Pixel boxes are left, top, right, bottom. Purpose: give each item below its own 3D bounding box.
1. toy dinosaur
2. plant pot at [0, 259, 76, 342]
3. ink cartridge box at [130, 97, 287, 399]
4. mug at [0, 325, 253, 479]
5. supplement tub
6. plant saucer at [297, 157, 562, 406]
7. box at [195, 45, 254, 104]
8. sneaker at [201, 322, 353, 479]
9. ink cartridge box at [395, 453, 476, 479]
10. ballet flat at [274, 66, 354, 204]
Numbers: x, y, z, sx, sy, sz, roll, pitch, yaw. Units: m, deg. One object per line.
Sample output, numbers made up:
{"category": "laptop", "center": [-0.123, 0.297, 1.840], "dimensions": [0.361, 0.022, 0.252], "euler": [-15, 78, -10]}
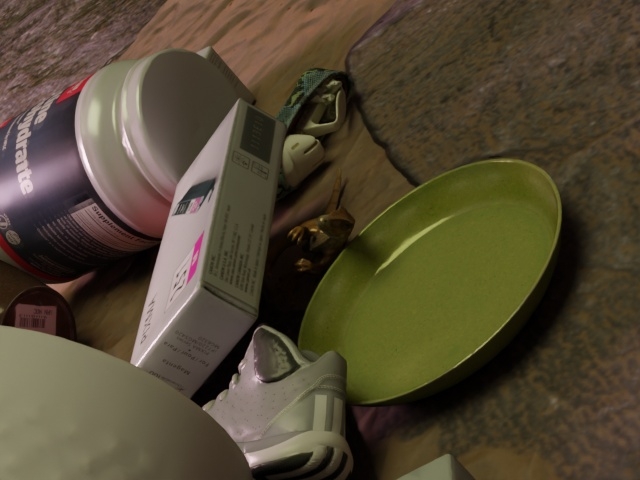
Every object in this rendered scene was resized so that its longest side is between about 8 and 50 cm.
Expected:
{"category": "toy dinosaur", "center": [0.000, 0.000, 1.185], "dimensions": [0.112, 0.064, 0.211], "euler": [-38, 8, 0]}
{"category": "plant pot", "center": [-0.371, 0.095, 1.388], "dimensions": [0.230, 0.215, 0.215], "euler": [0, 48, 34]}
{"category": "ink cartridge box", "center": [-0.122, 0.039, 1.187], "dimensions": [0.239, 0.060, 0.275], "euler": [-50, 20, 33]}
{"category": "mug", "center": [-0.249, 0.237, 0.824], "dimensions": [0.276, 0.374, 0.328], "euler": [-28, 34, 43]}
{"category": "supplement tub", "center": [-0.222, -0.076, 1.423], "dimensions": [0.272, 0.191, 0.191], "euler": [-21, 34, 35]}
{"category": "plant saucer", "center": [0.088, 0.037, 1.029], "dimensions": [0.241, 0.037, 0.241], "euler": [-32, 28, 20]}
{"category": "box", "center": [-0.148, -0.145, 1.539], "dimensions": [0.102, 0.087, 0.101], "euler": [-21, 34, 36]}
{"category": "sneaker", "center": [-0.063, 0.131, 1.009], "dimensions": [0.228, 0.086, 0.132], "euler": [-16, 54, 36]}
{"category": "ink cartridge box", "center": [0.056, 0.230, 0.698], "dimensions": [0.127, 0.128, 0.176], "euler": [-31, 29, 21]}
{"category": "ballet flat", "center": [-0.016, -0.105, 1.345], "dimensions": [0.070, 0.070, 0.188], "euler": [-13, 42, 43]}
